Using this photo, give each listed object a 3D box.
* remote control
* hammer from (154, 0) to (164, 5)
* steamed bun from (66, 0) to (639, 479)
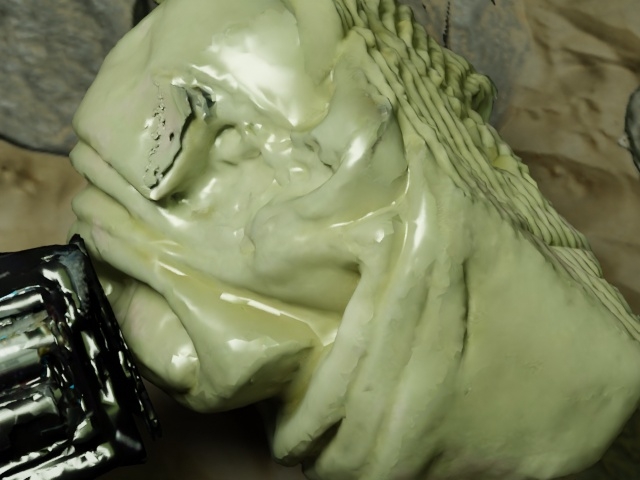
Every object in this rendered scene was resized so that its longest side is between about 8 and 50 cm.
[{"bbox_3d":[-0.271,0.114,0.830,0.398,0.062,0.145,-22,73,-9],"label":"remote control"},{"bbox_3d":[-0.161,-0.199,1.161,0.195,0.028,0.060,21,49,1],"label":"hammer"},{"bbox_3d":[0.000,0.000,0.941,0.275,0.206,0.320,36,17,-41],"label":"steamed bun"}]
